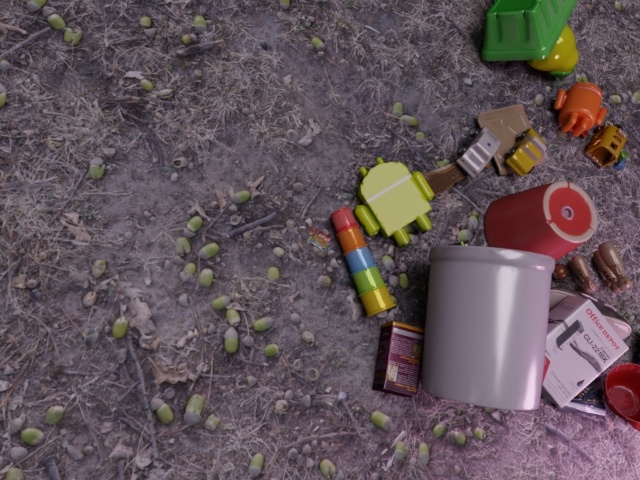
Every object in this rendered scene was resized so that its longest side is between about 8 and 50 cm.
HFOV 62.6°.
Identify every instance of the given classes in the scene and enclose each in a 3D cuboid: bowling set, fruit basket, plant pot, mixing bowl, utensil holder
[{"bbox_3d":[0.873,0.124,1.717,0.200,0.287,0.154,-24,71,20],"label":"bowling set"},{"bbox_3d":[0.784,-0.756,1.923,0.392,0.283,0.392,-21,117,-47],"label":"fruit basket"},{"bbox_3d":[0.697,-0.053,1.651,0.275,0.243,0.275,5,73,-16],"label":"plant pot"},{"bbox_3d":[0.945,0.479,1.610,0.181,0.098,0.181,0,58,1],"label":"mixing bowl"},{"bbox_3d":[0.437,0.226,1.413,0.328,0.327,0.385,9,84,-15],"label":"utensil holder"}]

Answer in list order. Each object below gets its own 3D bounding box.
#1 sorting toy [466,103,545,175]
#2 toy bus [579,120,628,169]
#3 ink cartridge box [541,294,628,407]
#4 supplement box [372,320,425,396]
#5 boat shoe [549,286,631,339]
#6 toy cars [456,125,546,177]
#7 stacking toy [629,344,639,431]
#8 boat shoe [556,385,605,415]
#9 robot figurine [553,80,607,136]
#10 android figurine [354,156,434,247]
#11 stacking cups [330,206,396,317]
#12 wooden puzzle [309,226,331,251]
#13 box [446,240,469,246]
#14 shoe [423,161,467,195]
[{"bbox_3d":[0.621,-0.340,1.826,0.307,0.041,0.229,-17,84,-22],"label":"sorting toy"},{"bbox_3d":[1.071,-0.371,1.944,0.191,0.104,0.202,-6,76,-20],"label":"toy bus"},{"bbox_3d":[0.732,0.324,1.569,0.273,0.114,0.197,-40,93,-4],"label":"ink cartridge box"},{"bbox_3d":[0.218,0.331,1.466,0.104,0.081,0.188,17,69,-13],"label":"supplement box"},{"bbox_3d":[0.842,0.224,1.705,0.335,0.112,0.095,24,29,-10],"label":"boat shoe"},{"bbox_3d":[0.616,-0.302,1.730,0.394,0.087,0.176,-4,75,-25],"label":"toy cars"},{"bbox_3d":[1.075,0.458,1.696,0.141,0.141,0.330,29,74,-8],"label":"stacking toy"},{"bbox_3d":[0.798,0.488,1.625,0.183,0.065,0.083,16,65,-20],"label":"boat shoe"},{"bbox_3d":[0.950,-0.488,1.927,0.128,0.158,0.219,50,59,-43],"label":"robot figurine"},{"bbox_3d":[0.220,-0.122,1.592,0.248,0.056,0.273,-33,88,-11],"label":"android figurine"},{"bbox_3d":[0.114,0.057,1.505,0.096,0.096,0.316,-18,81,-22],"label":"stacking cups"},{"bbox_3d":[0.000,0.000,1.533,0.083,0.006,0.049,35,67,-6],"label":"wooden puzzle"},{"bbox_3d":[0.430,0.050,1.636,0.062,0.052,0.083,-12,79,-21],"label":"box"},{"bbox_3d":[0.383,-0.195,1.697,0.219,0.058,0.076,-24,103,-19],"label":"shoe"}]
